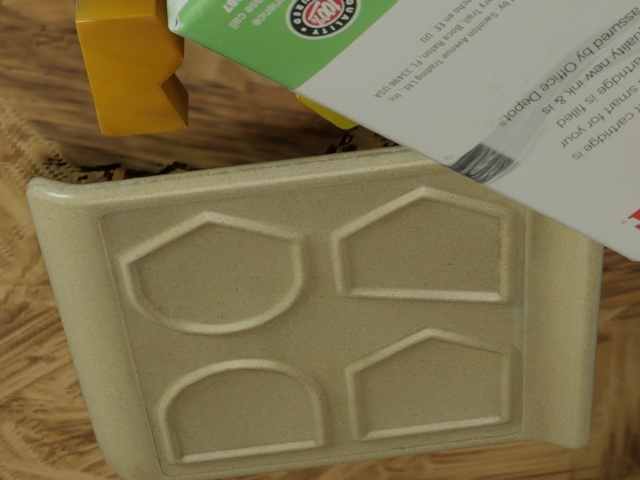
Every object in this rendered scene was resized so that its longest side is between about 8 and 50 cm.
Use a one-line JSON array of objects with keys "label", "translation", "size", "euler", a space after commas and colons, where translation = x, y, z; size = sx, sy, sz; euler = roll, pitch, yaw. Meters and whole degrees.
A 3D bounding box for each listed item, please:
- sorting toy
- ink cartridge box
[{"label": "sorting toy", "translation": [0.000, 0.000, 0.801], "size": [0.229, 0.041, 0.307], "euler": [-4, 141, 2]}, {"label": "ink cartridge box", "translation": [0.082, -0.100, 0.642], "size": [0.219, 0.092, 0.160], "euler": [24, 132, -34]}]
